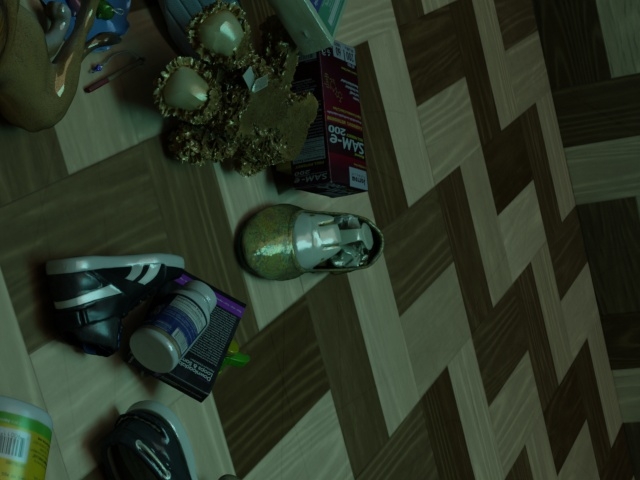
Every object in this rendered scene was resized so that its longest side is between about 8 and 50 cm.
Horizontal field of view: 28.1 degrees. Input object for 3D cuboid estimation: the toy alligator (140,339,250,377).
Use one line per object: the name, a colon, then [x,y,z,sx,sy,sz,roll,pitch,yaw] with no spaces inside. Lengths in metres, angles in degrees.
toy alligator: [-0.172,0.149,1.695,0.190,0.056,0.051,1,46,-47]

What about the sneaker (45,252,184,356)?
sneaker: [-0.246,0.078,1.545,0.217,0.079,0.121,-2,87,-55]

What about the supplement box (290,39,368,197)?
supplement box: [0.007,-0.194,2.006,0.130,0.073,0.239,8,75,-61]

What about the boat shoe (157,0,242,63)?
boat shoe: [-0.183,-0.368,1.753,0.302,0.109,0.094,64,11,-45]

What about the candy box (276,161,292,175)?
candy box: [-0.011,-0.156,2.096,0.187,0.053,0.109,11,72,-63]

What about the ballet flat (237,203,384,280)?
ballet flat: [0.000,0.000,2.002,0.348,0.123,0.123,3,80,-63]

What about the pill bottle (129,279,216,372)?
pill bottle: [-0.180,0.103,1.590,0.120,0.067,0.067,-53,129,-45]

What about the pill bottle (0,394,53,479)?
pill bottle: [-0.341,0.279,1.219,0.136,0.136,0.245,40,48,-53]

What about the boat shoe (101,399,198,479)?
boat shoe: [-0.180,0.346,1.560,0.302,0.114,0.091,62,30,-11]

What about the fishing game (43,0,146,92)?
fishing game: [-0.288,-0.329,1.612,0.189,0.041,0.264,-44,121,-55]

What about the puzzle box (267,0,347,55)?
puzzle box: [-0.030,-0.488,1.812,0.272,0.052,0.409,55,34,-33]

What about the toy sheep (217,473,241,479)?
toy sheep: [-0.118,0.370,1.699,0.091,0.091,0.132,-41,132,-59]

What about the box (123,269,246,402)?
box: [-0.173,0.118,1.652,0.116,0.029,0.162,30,44,-10]

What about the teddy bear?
teddy bear: [-0.124,-0.207,1.761,0.338,0.113,0.245,-1,111,-63]

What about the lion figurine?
lion figurine: [-0.337,-0.202,1.370,0.392,0.142,0.240,36,62,-61]
